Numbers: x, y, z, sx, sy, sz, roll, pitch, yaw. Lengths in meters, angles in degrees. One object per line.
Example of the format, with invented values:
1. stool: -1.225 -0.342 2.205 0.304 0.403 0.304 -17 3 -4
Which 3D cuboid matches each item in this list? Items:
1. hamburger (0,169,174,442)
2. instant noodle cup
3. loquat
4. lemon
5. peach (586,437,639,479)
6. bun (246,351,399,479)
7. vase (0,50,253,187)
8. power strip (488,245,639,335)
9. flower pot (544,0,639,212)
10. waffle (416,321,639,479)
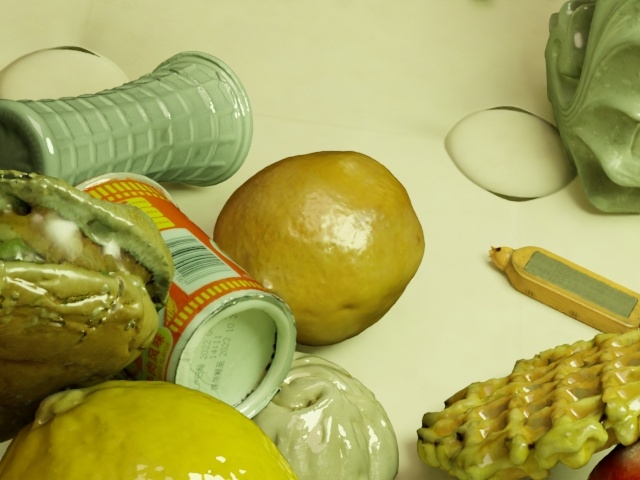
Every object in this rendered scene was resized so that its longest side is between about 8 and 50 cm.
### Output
1. hamburger: -0.260 0.066 1.224 0.265 0.285 0.134 24 49 -37
2. instant noodle cup: -0.133 0.064 1.403 0.193 0.193 0.212 -28 40 -30
3. loquat: 0.000 0.000 1.536 0.187 0.176 0.234 41 44 12
4. lemon: -0.129 0.246 1.207 0.293 0.293 0.293 5 47 -5
5. peach: 0.333 0.238 1.328 0.243 0.199 0.243 4 77 -19
6. bun: -0.010 0.170 1.419 0.183 0.102 0.183 6 48 -7
7. vase: -0.205 -0.098 1.536 0.143 0.143 0.299 34 26 21
8. power strip: 0.249 0.047 1.626 0.178 0.028 0.049 26 49 15
9. flower pot: 0.352 -0.221 1.661 0.164 0.368 0.254 -1 48 -15
10. waffle: 0.224 0.137 1.401 0.281 0.301 0.058 -25 95 -13
